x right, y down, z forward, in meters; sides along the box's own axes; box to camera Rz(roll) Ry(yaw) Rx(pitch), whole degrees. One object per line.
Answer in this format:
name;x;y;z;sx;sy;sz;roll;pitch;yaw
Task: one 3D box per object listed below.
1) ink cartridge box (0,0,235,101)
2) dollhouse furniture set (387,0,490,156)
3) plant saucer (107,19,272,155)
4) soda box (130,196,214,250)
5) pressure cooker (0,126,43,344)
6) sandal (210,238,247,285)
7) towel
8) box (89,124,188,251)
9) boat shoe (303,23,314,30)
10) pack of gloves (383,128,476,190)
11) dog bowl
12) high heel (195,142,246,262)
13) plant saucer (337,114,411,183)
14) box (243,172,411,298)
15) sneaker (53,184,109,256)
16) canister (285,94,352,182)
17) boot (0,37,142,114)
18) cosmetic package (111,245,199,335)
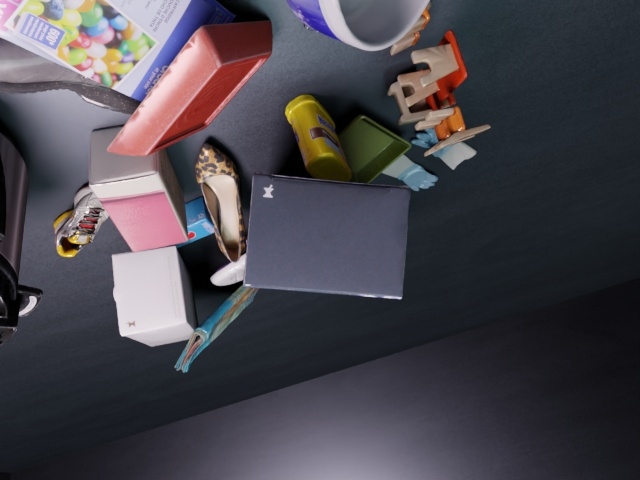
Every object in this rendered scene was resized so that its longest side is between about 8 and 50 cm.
ink cartridge box;-0.279;-0.306;0.617;0.186;0.065;0.311;-45;145;23
dollhouse furniture set;0.218;-0.303;0.860;0.135;0.262;0.259;-19;-178;0
plant saucer;-0.193;-0.243;0.752;0.259;0.258;0.048;-38;101;29
soda box;-0.366;-0.028;1.145;0.210;0.071;0.067;-22;150;7
pressure cooker;-0.675;0.008;0.719;0.369;0.420;0.376;-10;147;-11
sandal;-0.126;-0.005;1.286;0.416;0.102;0.169;-30;164;-4
towel;-0.276;0.219;1.389;0.370;0.040;0.271;-47;176;-45
box;-0.368;-0.105;0.951;0.126;0.149;0.232;-12;147;-7
boat shoe;-0.029;-0.427;0.665;0.079;0.095;0.254;-14;147;-9
pack of gloves;0.287;-0.202;1.220;0.232;0.046;0.195;17;134;-42
dog bowl;0.066;-0.407;0.619;0.265;0.104;0.265;-37;146;-31
high heel;-0.216;-0.077;1.032;0.093;0.186;0.261;-13;148;-7
plant saucer;0.091;-0.215;1.102;0.188;0.045;0.188;17;136;-42
box;0.000;0.000;1.006;0.293;0.212;0.395;5;177;-4
sneaker;-0.522;-0.040;1.031;0.225;0.093;0.088;-38;143;29
canister;-0.002;-0.203;0.956;0.073;0.170;0.126;-29;147;18
boot;-0.384;-0.324;0.660;0.338;0.118;0.223;-2;143;-41
cosmetic package;-0.421;0.161;1.211;0.155;0.197;0.365;-9;166;-13
